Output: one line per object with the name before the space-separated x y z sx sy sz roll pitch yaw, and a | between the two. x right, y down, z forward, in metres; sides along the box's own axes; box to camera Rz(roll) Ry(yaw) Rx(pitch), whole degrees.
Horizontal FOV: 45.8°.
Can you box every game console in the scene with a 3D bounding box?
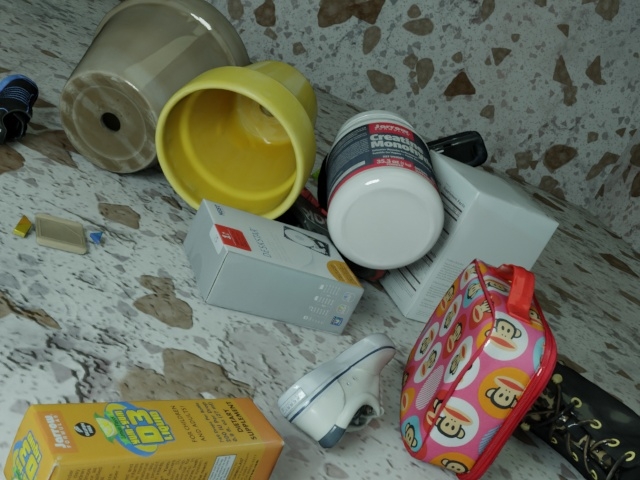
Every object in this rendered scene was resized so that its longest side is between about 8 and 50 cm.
game console | 0.166 -0.135 1.569 0.044 0.361 0.213 61 17 -50

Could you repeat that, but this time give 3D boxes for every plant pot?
plant pot | -0.116 -0.190 1.290 0.254 0.254 0.239 27 35 0
plant pot | -0.320 -0.264 1.387 0.323 0.323 0.280 27 36 0

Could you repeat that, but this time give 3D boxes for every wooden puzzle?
wooden puzzle | -0.358 -0.008 1.039 0.116 0.014 0.078 18 25 -23

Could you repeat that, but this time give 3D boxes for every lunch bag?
lunch bag | 0.209 0.144 1.010 0.120 0.258 0.293 26 19 -2

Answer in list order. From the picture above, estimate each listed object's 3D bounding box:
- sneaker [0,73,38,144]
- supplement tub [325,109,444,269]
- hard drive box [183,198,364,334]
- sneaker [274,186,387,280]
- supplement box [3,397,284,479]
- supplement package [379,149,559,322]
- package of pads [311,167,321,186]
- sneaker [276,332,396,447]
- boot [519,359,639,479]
sneaker | -0.520 -0.214 1.273 0.090 0.081 0.232 28 25 -4
supplement tub | 0.105 -0.095 1.318 0.191 0.191 0.272 22 31 -15
hard drive box | -0.076 0.041 1.167 0.232 0.089 0.181 16 21 -28
sneaker | 0.000 0.000 1.371 0.276 0.097 0.135 36 35 -6
supplement box | -0.150 0.195 0.681 0.233 0.080 0.078 6 26 -42
supplement package | 0.260 0.008 1.428 0.199 0.262 0.198 17 21 -28
package of pads | 0.142 -0.111 1.656 0.296 0.229 0.101 45 -12 43
sneaker | 0.039 0.191 0.954 0.091 0.094 0.258 51 29 12
boot | 0.375 0.280 1.060 0.284 0.138 0.377 36 17 22
